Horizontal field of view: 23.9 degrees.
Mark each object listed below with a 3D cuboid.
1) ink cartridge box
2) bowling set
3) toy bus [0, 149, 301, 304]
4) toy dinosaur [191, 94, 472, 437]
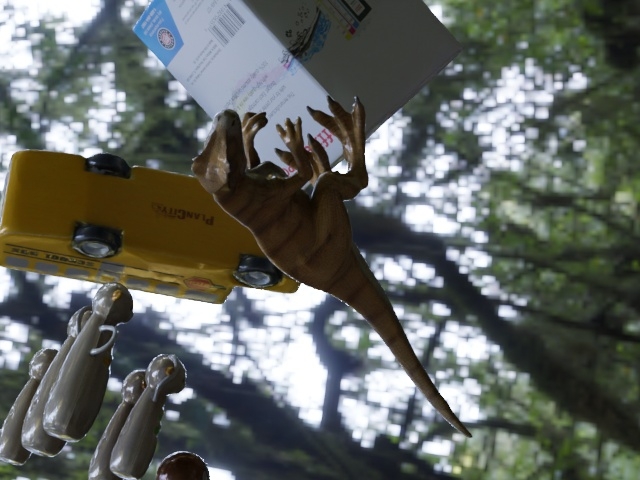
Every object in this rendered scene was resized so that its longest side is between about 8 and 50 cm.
[{"bbox_3d":[-0.022,-0.193,1.445,0.232,0.171,0.168,49,-123,-2],"label":"ink cartridge box"},{"bbox_3d":[-0.192,0.164,1.501,0.200,0.287,0.154,27,-112,-19],"label":"bowling set"},{"bbox_3d":[-0.185,-0.008,1.669,0.333,0.130,0.108,11,-118,-13],"label":"toy bus"},{"bbox_3d":[0.000,0.000,0.719,0.211,0.064,0.112,43,-134,-38],"label":"toy dinosaur"}]
